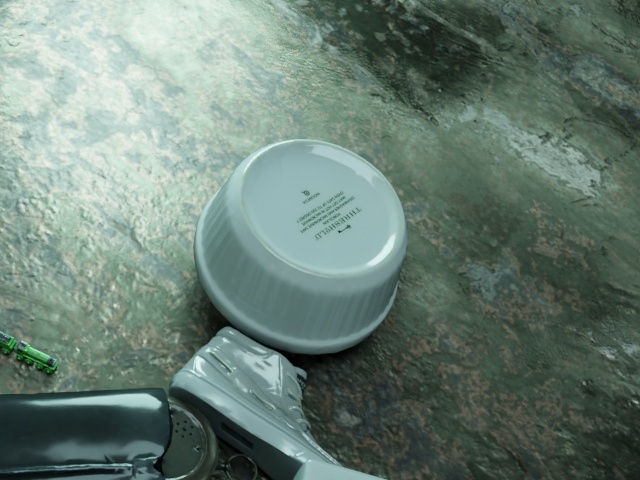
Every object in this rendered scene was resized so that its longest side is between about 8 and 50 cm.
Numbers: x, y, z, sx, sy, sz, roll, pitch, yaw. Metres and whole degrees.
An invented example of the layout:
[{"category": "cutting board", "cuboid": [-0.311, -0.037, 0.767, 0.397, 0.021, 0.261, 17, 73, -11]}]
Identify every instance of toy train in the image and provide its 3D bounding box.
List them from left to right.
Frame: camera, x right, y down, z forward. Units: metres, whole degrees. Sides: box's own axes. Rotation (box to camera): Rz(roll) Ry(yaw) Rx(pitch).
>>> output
[{"category": "toy train", "cuboid": [-0.343, 0.130, 1.496, 0.083, 0.023, 0.017, 24, 50, -2]}]

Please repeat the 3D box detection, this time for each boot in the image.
[{"category": "boot", "cuboid": [-0.376, 0.173, 1.333, 0.445, 0.146, 0.367, 0, 66, -7]}, {"category": "boot", "cuboid": [-0.043, 0.201, 1.509, 0.258, 0.095, 0.123, 35, 57, 8]}]

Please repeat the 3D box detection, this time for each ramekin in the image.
[{"category": "ramekin", "cuboid": [-0.015, -0.006, 1.596, 0.273, 0.127, 0.273, 10, 51, -13]}]

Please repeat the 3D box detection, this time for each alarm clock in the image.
[{"category": "alarm clock", "cuboid": [-0.163, 0.244, 1.459, 0.192, 0.064, 0.129, 15, 51, -14]}]

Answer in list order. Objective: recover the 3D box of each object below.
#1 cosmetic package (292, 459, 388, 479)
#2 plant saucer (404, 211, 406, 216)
[{"category": "cosmetic package", "cuboid": [0.160, 0.421, 1.379, 0.453, 0.161, 0.230, 17, 50, -8]}, {"category": "plant saucer", "cuboid": [0.000, 0.000, 1.711, 0.188, 0.045, 0.188, 25, 49, -2]}]
